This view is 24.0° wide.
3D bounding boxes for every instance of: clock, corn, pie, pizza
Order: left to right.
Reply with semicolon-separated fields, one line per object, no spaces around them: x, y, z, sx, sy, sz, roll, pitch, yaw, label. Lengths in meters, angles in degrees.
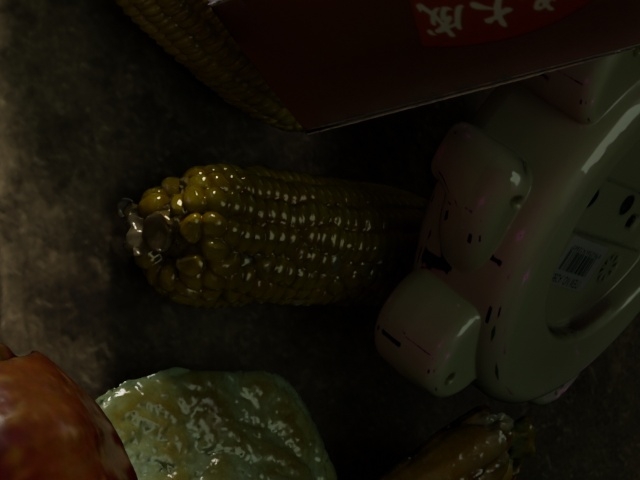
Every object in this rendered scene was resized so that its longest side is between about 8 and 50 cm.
-0.090;0.214;0.997;0.274;0.105;0.257;-29;102;-39;pie
-0.081;-0.172;0.996;0.291;0.101;0.101;43;64;-40;corn
0.003;-0.002;1.076;0.313;0.102;0.102;1;91;-45;corn
0.098;0.198;1.143;0.147;0.069;0.226;-30;157;-10;pizza
0.178;-0.028;1.079;0.284;0.114;0.309;12;111;-58;clock

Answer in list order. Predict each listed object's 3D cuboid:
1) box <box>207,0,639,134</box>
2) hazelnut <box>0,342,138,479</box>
0.148;-0.275;0.969;0.122;0.344;0.385;52;41;-34;box
-0.200;0.165;0.826;0.218;0.218;0.234;-17;81;-42;hazelnut
